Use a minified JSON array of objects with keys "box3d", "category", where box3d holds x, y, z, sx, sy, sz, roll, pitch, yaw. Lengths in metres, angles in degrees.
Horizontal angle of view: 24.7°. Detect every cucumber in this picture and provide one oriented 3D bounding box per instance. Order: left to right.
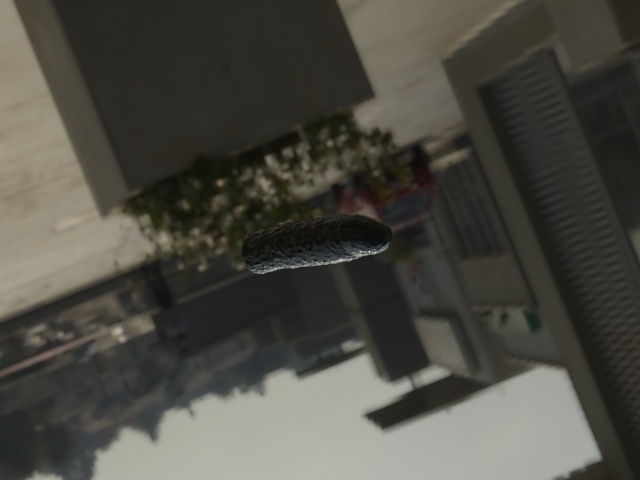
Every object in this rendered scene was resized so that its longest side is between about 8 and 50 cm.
[{"box3d":[0.000,0.000,0.925,0.032,0.032,0.133,-22,-172,-38],"category":"cucumber"}]
